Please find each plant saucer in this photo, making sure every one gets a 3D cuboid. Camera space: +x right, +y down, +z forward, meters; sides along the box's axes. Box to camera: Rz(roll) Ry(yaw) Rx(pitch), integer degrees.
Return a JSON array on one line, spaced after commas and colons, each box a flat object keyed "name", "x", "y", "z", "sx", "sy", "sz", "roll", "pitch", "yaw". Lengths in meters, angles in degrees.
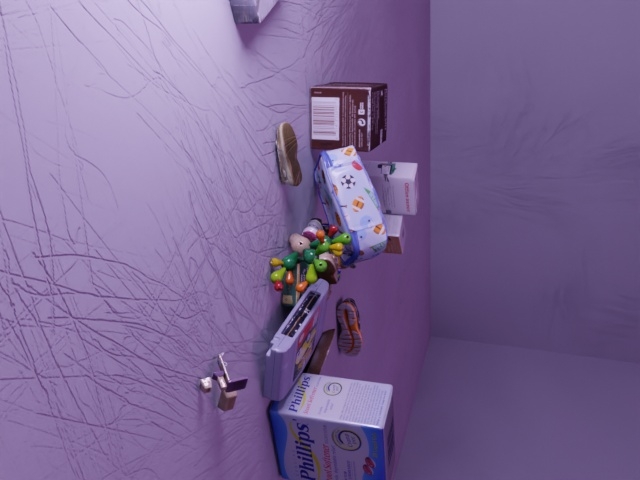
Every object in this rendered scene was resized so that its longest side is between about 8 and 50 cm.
[{"name": "plant saucer", "x": -0.012, "y": 0.330, "z": 1.756, "sx": 0.198, "sy": 0.036, "sz": 0.199, "roll": -158, "pitch": -90, "yaw": -89}]

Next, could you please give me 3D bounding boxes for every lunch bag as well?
[{"name": "lunch bag", "x": 0.071, "y": -0.079, "z": 1.652, "sx": 0.243, "sy": 0.115, "sz": 0.303, "roll": 131, "pitch": -56, "yaw": -76}]

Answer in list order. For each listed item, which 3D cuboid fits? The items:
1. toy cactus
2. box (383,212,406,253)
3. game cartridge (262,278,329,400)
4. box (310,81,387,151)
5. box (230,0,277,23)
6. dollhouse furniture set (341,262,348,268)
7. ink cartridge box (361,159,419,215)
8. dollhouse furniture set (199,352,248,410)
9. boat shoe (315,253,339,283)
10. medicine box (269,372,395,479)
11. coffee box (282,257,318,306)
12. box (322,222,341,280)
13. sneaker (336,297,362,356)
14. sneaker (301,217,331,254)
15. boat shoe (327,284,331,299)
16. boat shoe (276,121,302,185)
[{"name": "toy cactus", "x": -0.039, "y": 0.026, "z": 1.521, "sx": 0.112, "sy": 0.219, "sz": 0.180, "roll": 53, "pitch": -5, "yaw": -31}, {"name": "box", "x": 0.201, "y": -0.027, "z": 2.190, "sx": 0.130, "sy": 0.170, "sz": 0.091, "roll": 64, "pitch": 34, "yaw": -58}, {"name": "game cartridge", "x": -0.057, "y": 0.251, "z": 1.586, "sx": 0.294, "sy": 0.060, "sz": 0.196, "roll": -53, "pitch": 160, "yaw": -51}, {"name": "box", "x": 0.080, "y": -0.341, "z": 1.728, "sx": 0.203, "sy": 0.167, "sz": 0.169, "roll": -43, "pitch": 135, "yaw": -65}, {"name": "box", "x": -0.120, "y": -0.554, "z": 1.226, "sx": 0.231, "sy": 0.056, "sz": 0.183, "roll": -67, "pitch": 155, "yaw": -43}, {"name": "dollhouse furniture set", "x": 0.122, "y": 0.042, "z": 1.979, "sx": 0.182, "sy": 0.161, "sz": 0.101, "roll": 56, "pitch": 43, "yaw": -62}, {"name": "ink cartridge box", "x": 0.216, "y": -0.176, "z": 2.115, "sx": 0.160, "sy": 0.219, "sz": 0.093, "roll": 79, "pitch": 24, "yaw": -43}, {"name": "dollhouse furniture set", "x": -0.209, "y": 0.283, "z": 1.263, "sx": 0.081, "sy": 0.091, "sz": 0.114, "roll": 59, "pitch": -36, "yaw": 37}, {"name": "boat shoe", "x": 0.017, "y": 0.064, "z": 1.696, "sx": 0.170, "sy": 0.063, "sz": 0.059, "roll": 79, "pitch": 18, "yaw": -66}, {"name": "medicine box", "x": 0.039, "y": 0.496, "z": 1.632, "sx": 0.149, "sy": 0.289, "sz": 0.264, "roll": -63, "pitch": 152, "yaw": -54}, {"name": "coffee box", "x": -0.048, "y": 0.102, "z": 1.658, "sx": 0.184, "sy": 0.040, "sz": 0.113, "roll": -12, "pitch": 106, "yaw": -72}, {"name": "box", "x": 0.026, "y": 0.038, "z": 1.842, "sx": 0.054, "sy": 0.059, "sz": 0.169, "roll": -41, "pitch": 134, "yaw": -64}, {"name": "sneaker", "x": 0.104, "y": 0.291, "z": 2.128, "sx": 0.083, "sy": 0.084, "sz": 0.215, "roll": -59, "pitch": 149, "yaw": -63}, {"name": "sneaker", "x": 0.000, "y": 0.000, "z": 1.743, "sx": 0.075, "sy": 0.063, "sz": 0.170, "roll": -67, "pitch": 151, "yaw": -29}, {"name": "boat shoe", "x": 0.007, "y": 0.156, "z": 1.834, "sx": 0.135, "sy": 0.050, "sz": 0.045, "roll": -45, "pitch": 131, "yaw": -64}, {"name": "boat shoe", "x": -0.082, "y": -0.200, "z": 1.481, "sx": 0.056, "sy": 0.048, "sz": 0.153, "roll": -46, "pitch": 132, "yaw": -45}]
